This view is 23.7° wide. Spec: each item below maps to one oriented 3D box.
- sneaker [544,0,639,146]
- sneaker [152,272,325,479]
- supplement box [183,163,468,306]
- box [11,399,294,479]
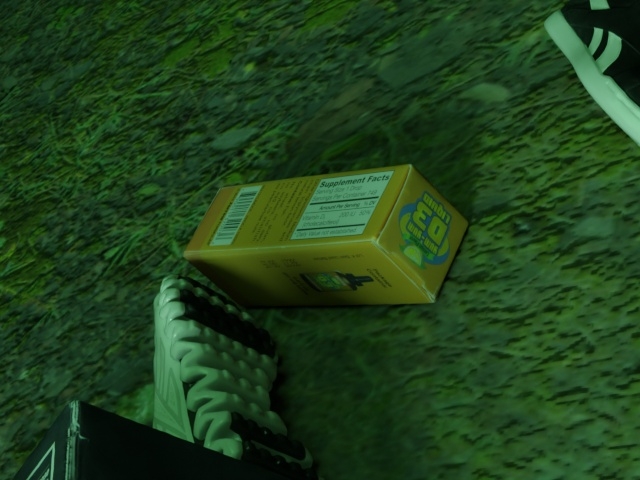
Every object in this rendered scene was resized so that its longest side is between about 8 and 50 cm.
[{"bbox_3d":[0.232,-0.138,1.029,0.121,0.079,0.217,-43,31,14],"label":"sneaker"},{"bbox_3d":[-0.090,0.131,1.134,0.118,0.110,0.292,-49,30,18],"label":"sneaker"},{"bbox_3d":[0.000,0.000,1.176,0.233,0.078,0.080,-1,53,50],"label":"supplement box"},{"bbox_3d":[-0.135,0.307,0.868,0.296,0.182,0.294,-51,28,31],"label":"box"}]
